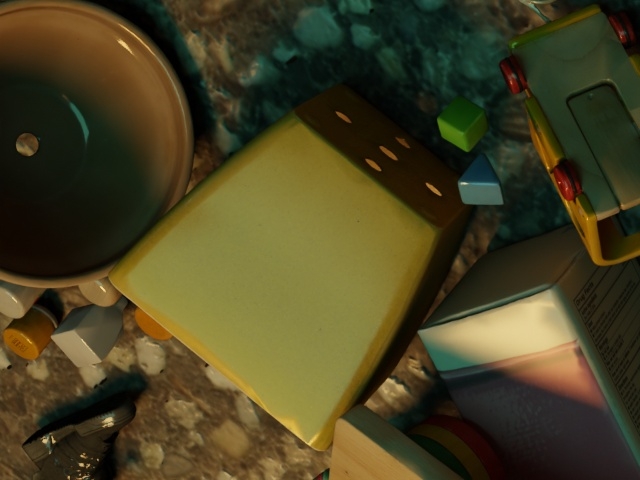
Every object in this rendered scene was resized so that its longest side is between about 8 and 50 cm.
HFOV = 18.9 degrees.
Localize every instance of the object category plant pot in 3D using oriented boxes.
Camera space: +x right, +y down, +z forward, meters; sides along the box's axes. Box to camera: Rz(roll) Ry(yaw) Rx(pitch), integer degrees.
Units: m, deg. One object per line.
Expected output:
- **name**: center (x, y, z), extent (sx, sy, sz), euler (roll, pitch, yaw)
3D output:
- **plant pot**: center (0.000, 0.000, 1.493), extent (0.212, 0.212, 0.187), euler (38, 111, 5)
- **plant pot**: center (-0.232, -0.081, 1.582), extent (0.237, 0.237, 0.110), euler (64, 163, -12)

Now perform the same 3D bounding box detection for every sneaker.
- **sneaker**: center (-0.214, 0.204, 1.776), extent (0.170, 0.051, 0.089), euler (-24, 102, 37)

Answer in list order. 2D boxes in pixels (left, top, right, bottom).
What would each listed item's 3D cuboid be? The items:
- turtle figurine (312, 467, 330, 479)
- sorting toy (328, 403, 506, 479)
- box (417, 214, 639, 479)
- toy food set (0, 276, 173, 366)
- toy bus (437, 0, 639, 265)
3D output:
- **turtle figurine**: center (0.073, 0.216, 1.601), extent (0.234, 0.118, 0.175), euler (-8, 128, 11)
- **sorting toy**: center (0.126, 0.262, 1.446), extent (0.257, 0.089, 0.255), euler (36, 142, 28)
- **box**: center (0.199, 0.120, 1.474), extent (0.127, 0.148, 0.232), euler (-20, 103, 33)
- **toy food set**: center (-0.195, 0.030, 1.675), extent (0.232, 0.104, 0.111), euler (-16, 120, 49)
- **toy bus**: center (0.200, -0.082, 1.399), extent (0.191, 0.202, 0.104), euler (19, 157, 21)
